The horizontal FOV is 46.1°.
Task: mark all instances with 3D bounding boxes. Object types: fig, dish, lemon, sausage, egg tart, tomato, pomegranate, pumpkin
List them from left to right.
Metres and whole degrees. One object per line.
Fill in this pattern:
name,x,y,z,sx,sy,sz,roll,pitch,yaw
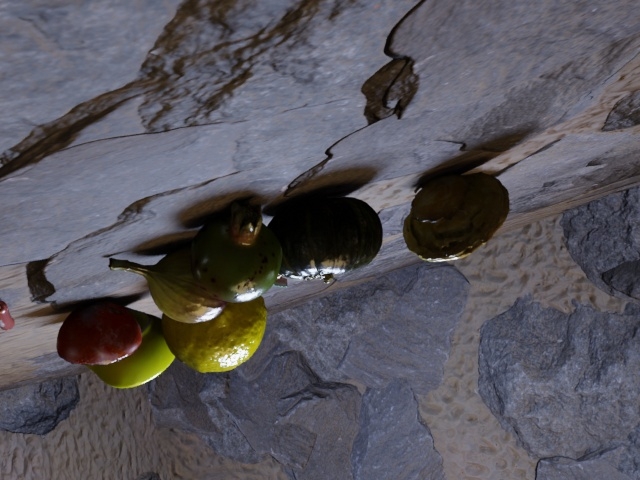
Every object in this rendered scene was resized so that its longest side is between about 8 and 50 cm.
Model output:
sausage,-0.625,0.149,1.480,0.034,0.034,0.253,-14,171,-22
tomato,-0.511,0.202,1.728,0.189,0.099,0.173,-3,-151,-8
dish,-0.489,0.235,1.868,0.262,0.108,0.221,21,-137,27
fig,-0.281,0.086,1.406,0.230,0.160,0.143,-11,129,-33
lemon,-0.257,0.197,1.823,0.253,0.253,0.310,-14,172,-23
pomegranate,-0.142,0.016,1.279,0.159,0.159,0.205,-13,144,-29
pumpkin,0.006,0.001,1.401,0.223,0.157,0.223,-7,176,0
egg tart,0.265,-0.062,1.537,0.241,0.241,0.106,-22,129,27

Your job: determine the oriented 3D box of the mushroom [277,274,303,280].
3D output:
mushroom,-0.069,0.054,1.818,0.097,0.088,0.212,-9,174,25

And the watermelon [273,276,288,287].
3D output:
watermelon,-0.120,0.092,2.040,0.084,0.092,0.072,-21,138,-44
